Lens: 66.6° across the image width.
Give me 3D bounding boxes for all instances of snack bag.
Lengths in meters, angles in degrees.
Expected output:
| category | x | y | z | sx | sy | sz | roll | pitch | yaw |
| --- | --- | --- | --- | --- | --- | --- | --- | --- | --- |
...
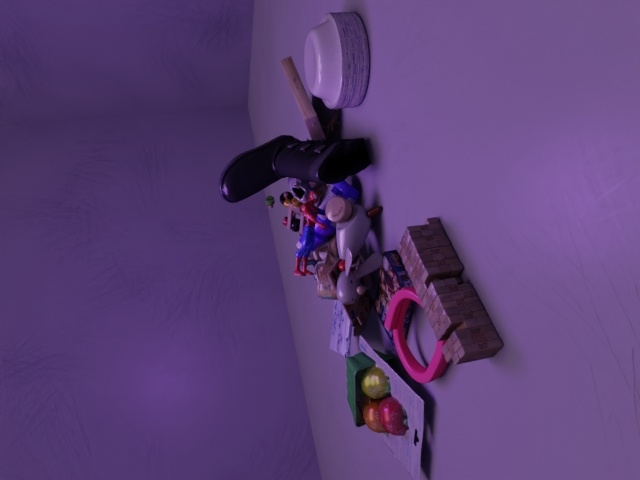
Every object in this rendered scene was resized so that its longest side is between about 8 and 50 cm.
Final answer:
| category | x | y | z | sx | sy | sz | roll | pitch | yaw |
| --- | --- | --- | --- | --- | --- | --- | --- | --- | --- |
| snack bag | 0.089 | 0.253 | 1.790 | 0.342 | 0.037 | 0.324 | 136 | 141 | -79 |

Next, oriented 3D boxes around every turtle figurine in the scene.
| category | x | y | z | sx | sy | sz | roll | pitch | yaw |
| --- | --- | --- | --- | --- | --- | --- | --- | --- | --- |
| turtle figurine | 0.003 | 0.121 | 1.920 | 0.175 | 0.118 | 0.234 | 41 | 140 | 6 |

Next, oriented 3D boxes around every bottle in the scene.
| category | x | y | z | sx | sy | sz | roll | pitch | yaw |
| --- | --- | --- | --- | --- | --- | --- | --- | --- | --- |
| bottle | 0.019 | -0.081 | 1.698 | 0.283 | 0.092 | 0.118 | -56 | 36 | 8 |

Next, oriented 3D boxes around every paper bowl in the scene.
| category | x | y | z | sx | sy | sz | roll | pitch | yaw |
| --- | --- | --- | --- | --- | --- | --- | --- | --- | --- |
| paper bowl | 0.038 | -0.558 | 1.523 | 0.284 | 0.147 | 0.285 | 173 | 90 | -77 |

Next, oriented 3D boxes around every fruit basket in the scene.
| category | x | y | z | sx | sy | sz | roll | pitch | yaw |
| --- | --- | --- | --- | --- | --- | --- | --- | --- | --- |
| fruit basket | 0.218 | 0.513 | 1.520 | 0.353 | 0.165 | 0.328 | 31 | 130 | 52 |

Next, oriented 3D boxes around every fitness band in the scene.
| category | x | y | z | sx | sy | sz | roll | pitch | yaw |
| --- | --- | --- | --- | --- | --- | --- | --- | --- | --- |
| fitness band | 0.251 | 0.242 | 1.256 | 0.209 | 0.054 | 0.291 | 55 | 152 | 37 |

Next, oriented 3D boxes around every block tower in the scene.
| category | x | y | z | sx | sy | sz | roll | pitch | yaw |
| --- | --- | --- | --- | --- | --- | --- | --- | --- | --- |
| block tower | 0.273 | 0.108 | 1.083 | 0.091 | 0.097 | 0.336 | 101 | 158 | -52 |

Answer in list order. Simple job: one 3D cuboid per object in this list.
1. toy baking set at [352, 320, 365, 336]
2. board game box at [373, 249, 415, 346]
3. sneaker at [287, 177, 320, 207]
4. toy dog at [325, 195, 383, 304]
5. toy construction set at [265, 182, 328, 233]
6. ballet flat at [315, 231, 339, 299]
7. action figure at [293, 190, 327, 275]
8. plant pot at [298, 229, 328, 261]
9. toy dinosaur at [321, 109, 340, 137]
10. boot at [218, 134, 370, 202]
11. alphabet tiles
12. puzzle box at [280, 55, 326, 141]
| category | x | y | z | sx | sy | sz | roll | pitch | yaw |
| --- | --- | --- | --- | --- | --- | --- | --- | --- | --- |
| toy baking set | 0.130 | 0.253 | 1.878 | 0.256 | 0.030 | 0.197 | 108 | 151 | -61 |
| board game box | 0.219 | 0.173 | 1.444 | 0.165 | 0.042 | 0.244 | -114 | 21 | -47 |
| sneaker | -0.076 | -0.185 | 1.709 | 0.071 | 0.082 | 0.191 | -58 | 43 | 15 |
| toy dog | 0.126 | 0.017 | 1.512 | 0.160 | 0.220 | 0.334 | -12 | 92 | 38 |
| toy construction set | -0.029 | -0.151 | 1.836 | 0.309 | 0.257 | 0.237 | 50 | 162 | 23 |
| ballet flat | 0.042 | 0.065 | 1.701 | 0.349 | 0.123 | 0.123 | -81 | -3 | -46 |
| action figure | -0.005 | -0.022 | 1.600 | 0.091 | 0.138 | 0.281 | -1 | -84 | -66 |
| plant pot | 0.000 | 0.000 | 2.017 | 0.167 | 0.166 | 0.165 | 157 | 96 | -76 |
| toy dinosaur | 0.046 | -0.427 | 1.803 | 0.183 | 0.053 | 0.093 | 140 | 135 | -70 |
| boot | -0.102 | -0.227 | 1.613 | 0.445 | 0.367 | 0.146 | 22 | 148 | 49 |
| alphabet tiles | 0.112 | 0.151 | 1.609 | 0.198 | 0.009 | 0.237 | -51 | -57 | -48 |
| puzzle box | -0.048 | -0.496 | 1.901 | 0.272 | 0.052 | 0.409 | 63 | -174 | -52 |
